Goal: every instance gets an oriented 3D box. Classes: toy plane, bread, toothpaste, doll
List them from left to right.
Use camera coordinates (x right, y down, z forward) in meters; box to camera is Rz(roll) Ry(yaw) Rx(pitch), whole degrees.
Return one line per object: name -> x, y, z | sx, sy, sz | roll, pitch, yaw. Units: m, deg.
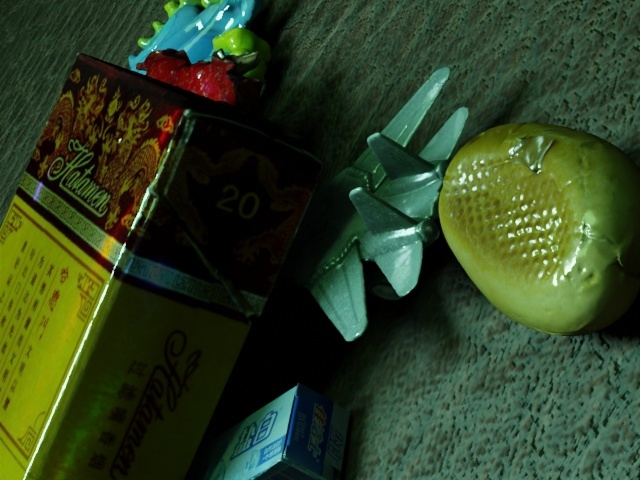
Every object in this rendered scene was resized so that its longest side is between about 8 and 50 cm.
doll -> -0.171, -0.128, 1.635 | 0.341, 0.099, 0.346 | -47, 30, 28
toothpaste -> -0.084, 0.186, 1.172 | 0.272, 0.053, 0.066 | -36, 33, 42
toy plane -> 0.010, 0.005, 1.173 | 0.267, 0.088, 0.212 | -34, 33, 58
bread -> 0.134, -0.009, 0.955 | 0.189, 0.077, 0.114 | -139, 60, -64

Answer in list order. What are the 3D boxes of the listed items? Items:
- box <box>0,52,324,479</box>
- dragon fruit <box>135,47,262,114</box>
box -> -0.171, 0.081, 1.201 | 0.264, 0.116, 0.415 | 28, 95, 63
dragon fruit -> -0.121, 0.005, 1.388 | 0.282, 0.100, 0.343 | 12, 78, 63
